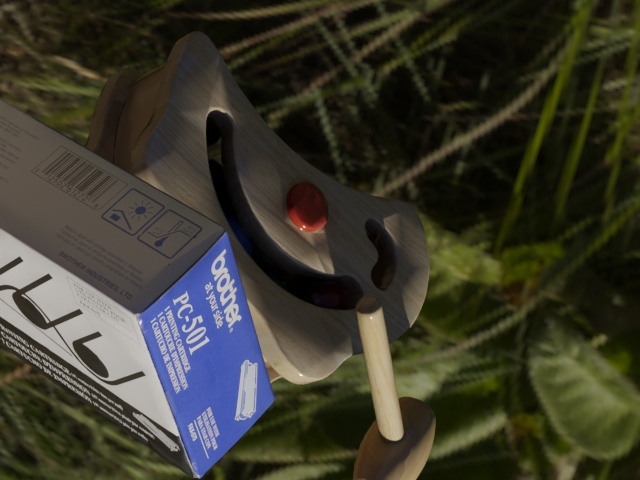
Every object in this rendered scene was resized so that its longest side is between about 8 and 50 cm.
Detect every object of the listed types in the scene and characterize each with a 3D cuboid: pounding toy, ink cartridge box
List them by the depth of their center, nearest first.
[{"bbox_3d":[-0.113,-0.003,0.600,0.046,0.207,0.097,-45,147,-25],"label":"ink cartridge box"},{"bbox_3d":[0.000,0.000,0.921,0.269,0.155,0.154,53,46,-16],"label":"pounding toy"}]
